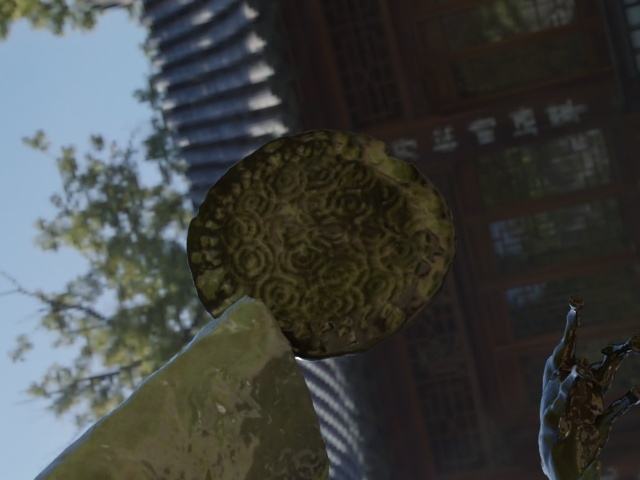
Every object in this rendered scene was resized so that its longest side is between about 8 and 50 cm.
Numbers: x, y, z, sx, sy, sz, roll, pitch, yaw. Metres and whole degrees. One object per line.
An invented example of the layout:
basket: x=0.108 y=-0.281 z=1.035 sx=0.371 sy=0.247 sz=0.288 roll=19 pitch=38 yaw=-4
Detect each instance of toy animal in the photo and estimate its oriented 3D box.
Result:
toy animal: x=0.209 y=0.172 z=1.009 sx=0.214 sy=0.094 sz=0.186 roll=-72 pitch=2 yaw=-55

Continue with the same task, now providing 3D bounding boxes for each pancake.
pancake: x=0.000 y=-0.001 z=0.908 sx=0.021 sy=0.199 sz=0.199 roll=79 pitch=-174 yaw=-62

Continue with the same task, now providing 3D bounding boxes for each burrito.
burrito: x=-0.110 y=0.179 z=0.769 sx=0.299 sy=0.105 sz=0.143 roll=-41 pitch=-76 yaw=-24
